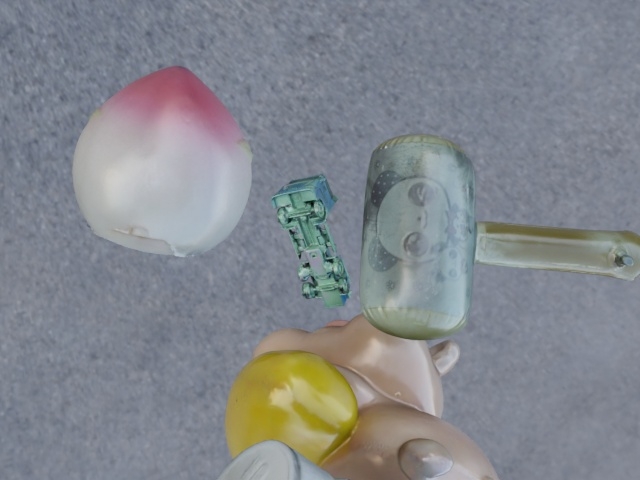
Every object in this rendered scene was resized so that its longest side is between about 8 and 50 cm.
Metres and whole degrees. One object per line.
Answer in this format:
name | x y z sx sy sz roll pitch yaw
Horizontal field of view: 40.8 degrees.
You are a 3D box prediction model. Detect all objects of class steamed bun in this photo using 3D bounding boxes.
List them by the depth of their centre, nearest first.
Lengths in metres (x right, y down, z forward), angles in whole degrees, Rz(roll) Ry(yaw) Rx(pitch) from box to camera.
steamed bun | -0.249 -0.143 1.401 0.309 0.309 0.309 -13 126 -19

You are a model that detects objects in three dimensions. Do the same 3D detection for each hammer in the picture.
hammer | 0.190 0.007 0.856 0.305 0.113 0.202 7 79 -12

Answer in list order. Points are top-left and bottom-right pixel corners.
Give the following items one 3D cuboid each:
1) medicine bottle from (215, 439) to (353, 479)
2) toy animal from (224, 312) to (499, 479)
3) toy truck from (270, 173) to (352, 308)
medicine bottle | 0.023 0.288 0.737 0.143 0.143 0.258 -45 113 6
toy animal | 0.054 0.175 0.962 0.247 0.345 0.277 -56 131 -35
toy truck | 0.000 0.000 1.128 0.067 0.081 0.175 -10 114 24
